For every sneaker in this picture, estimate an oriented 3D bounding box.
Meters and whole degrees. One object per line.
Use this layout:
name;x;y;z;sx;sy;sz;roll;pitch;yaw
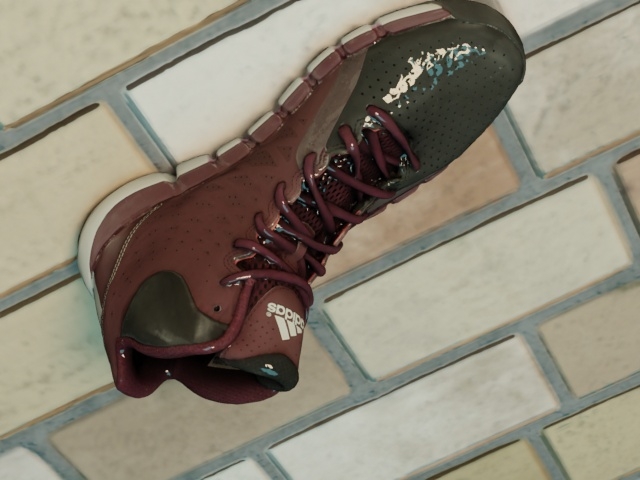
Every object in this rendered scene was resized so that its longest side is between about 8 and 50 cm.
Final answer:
sneaker;0.000;0.000;0.741;0.281;0.162;0.106;-33;128;15
